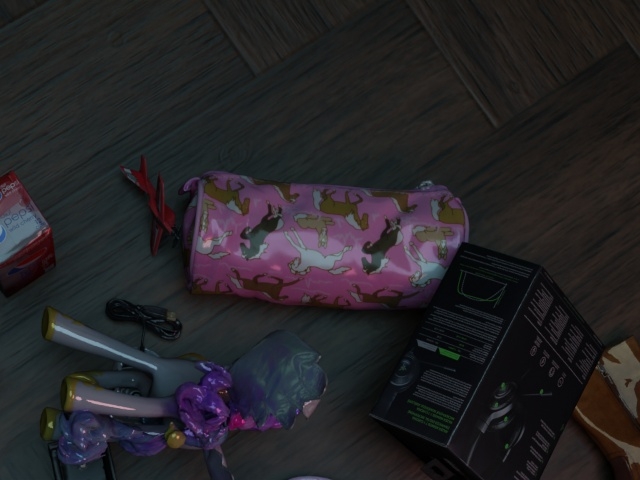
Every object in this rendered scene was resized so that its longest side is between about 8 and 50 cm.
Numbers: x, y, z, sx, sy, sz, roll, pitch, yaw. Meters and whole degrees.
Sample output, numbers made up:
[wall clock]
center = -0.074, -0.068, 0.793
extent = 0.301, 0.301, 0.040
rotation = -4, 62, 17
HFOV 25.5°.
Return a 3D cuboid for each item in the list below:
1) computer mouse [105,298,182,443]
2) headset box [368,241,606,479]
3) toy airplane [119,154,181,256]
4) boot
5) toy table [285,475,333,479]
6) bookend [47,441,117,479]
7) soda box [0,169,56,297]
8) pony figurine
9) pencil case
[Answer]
[computer mouse]
center = -0.248, 0.179, 1.885
extent = 0.106, 0.042, 0.193
rotation = 13, 74, -18
[headset box]
center = 0.221, 0.190, 1.848
extent = 0.131, 0.246, 0.283
rotation = 18, 73, 40
[toy airplane]
center = -0.224, -0.052, 1.898
extent = 0.028, 0.151, 0.151
rotation = -20, 83, -28
[boot]
center = 0.400, 0.304, 1.939
extent = 0.264, 0.096, 0.280
rotation = -31, 85, -13
[toy table]
center = 0.039, 0.427, 1.826
extent = 0.274, 0.161, 0.252
rotation = 39, 76, -1
[bookend]
center = -0.338, 0.326, 1.828
extent = 0.156, 0.072, 0.157
rotation = -11, 81, -11
[soda box]
center = -0.392, -0.004, 1.782
extent = 0.083, 0.263, 0.092
rotation = -34, 87, -14
[pony figurine]
center = -0.150, 0.210, 1.732
extent = 0.363, 0.351, 0.303
rotation = 10, 110, -22
[pencil case]
center = 0.000, 0.000, 1.901
extent = 0.386, 0.160, 0.167
rotation = 3, 46, -8
